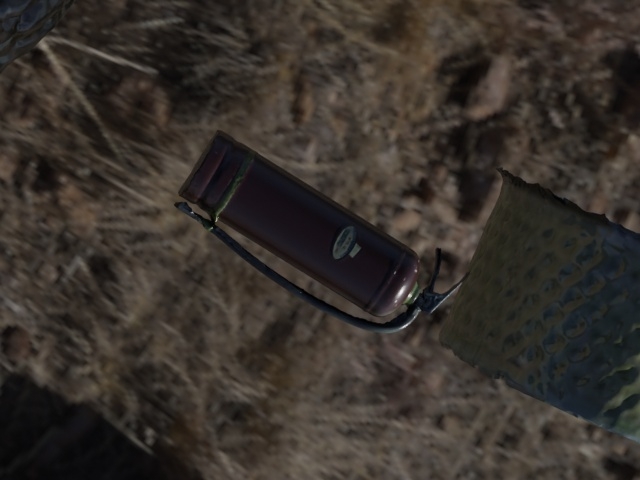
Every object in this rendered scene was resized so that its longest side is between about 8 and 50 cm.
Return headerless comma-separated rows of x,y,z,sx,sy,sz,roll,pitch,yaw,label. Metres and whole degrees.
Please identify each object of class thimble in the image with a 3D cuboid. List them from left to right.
0.235,0.061,1.409,0.271,0.271,0.150,20,95,-38,thimble

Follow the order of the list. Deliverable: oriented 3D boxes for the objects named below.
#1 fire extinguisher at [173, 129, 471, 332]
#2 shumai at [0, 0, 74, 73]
0.000,0.000,0.948,0.158,0.043,0.064,32,73,-3,fire extinguisher
-0.267,-0.152,0.719,0.346,0.217,0.283,-30,86,-36,shumai
